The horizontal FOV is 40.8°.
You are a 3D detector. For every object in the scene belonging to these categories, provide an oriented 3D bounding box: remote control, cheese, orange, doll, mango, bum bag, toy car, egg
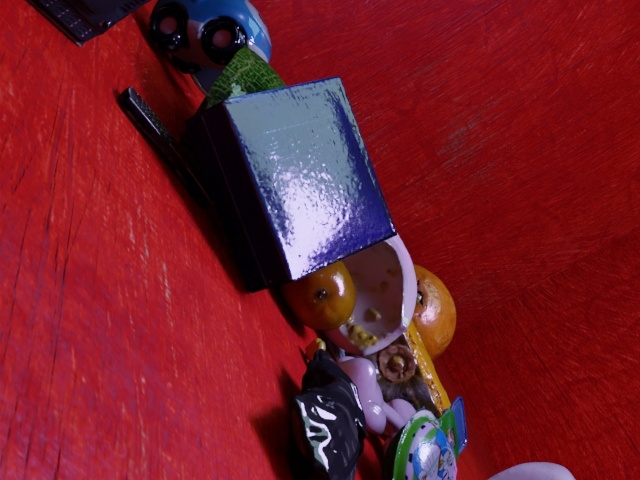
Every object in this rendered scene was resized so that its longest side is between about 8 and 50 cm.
[{"bbox_3d":[-0.224,-0.135,1.263,0.212,0.028,0.059,54,12,-29],"label":"remote control"},{"bbox_3d":[0.178,0.353,1.376,0.320,0.083,0.203,-27,112,-56],"label":"cheese"},{"bbox_3d":[0.188,0.175,1.979,0.246,0.246,0.246,57,7,-11],"label":"orange"},{"bbox_3d":[0.103,0.295,1.453,0.365,0.094,0.160,53,6,-40],"label":"doll"},{"bbox_3d":[-0.018,0.063,1.488,0.221,0.120,0.151,56,-10,48],"label":"mango"},{"bbox_3d":[0.012,0.229,1.096,0.340,0.095,0.144,-33,107,-82],"label":"bum bag"},{"bbox_3d":[-0.213,-0.430,1.722,0.255,0.190,0.188,18,-7,14],"label":"toy car"},{"bbox_3d":[0.087,0.065,1.600,0.206,0.162,0.271,8,-77,52],"label":"egg"},{"bbox_3d":[0.035,0.207,1.660,0.053,0.018,0.124,60,7,4],"label":"remote control"}]

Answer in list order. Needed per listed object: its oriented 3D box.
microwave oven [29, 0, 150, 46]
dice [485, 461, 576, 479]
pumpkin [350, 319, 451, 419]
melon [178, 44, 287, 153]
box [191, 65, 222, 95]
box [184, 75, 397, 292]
[{"bbox_3d":[-0.264,-0.422,1.095,0.181,0.295,0.237,61,7,26],"label":"microwave oven"},{"bbox_3d":[0.390,0.591,1.470,0.304,0.277,0.304,51,8,-41],"label":"dice"},{"bbox_3d":[0.160,0.269,1.722,0.317,0.139,0.222,65,8,25],"label":"pumpkin"},{"bbox_3d":[-0.129,-0.177,1.507,0.343,0.226,0.331,-139,-138,-82],"label":"melon"},{"bbox_3d":[-0.262,-0.427,2.001,0.201,0.090,0.144,61,6,23],"label":"box"},{"bbox_3d":[-0.037,-0.093,1.328,0.261,0.116,0.279,-23,93,-44],"label":"box"}]
